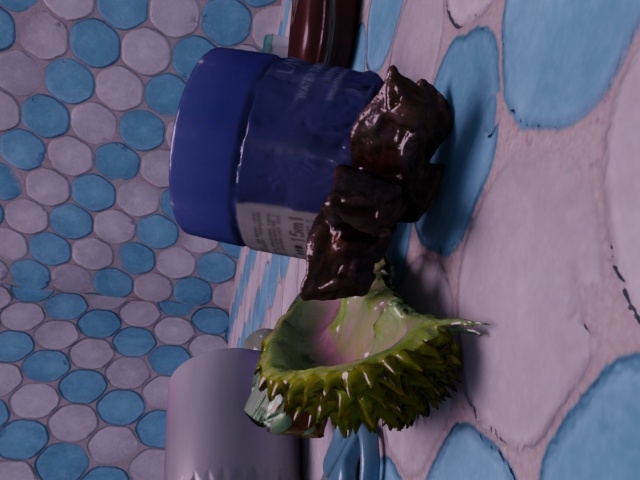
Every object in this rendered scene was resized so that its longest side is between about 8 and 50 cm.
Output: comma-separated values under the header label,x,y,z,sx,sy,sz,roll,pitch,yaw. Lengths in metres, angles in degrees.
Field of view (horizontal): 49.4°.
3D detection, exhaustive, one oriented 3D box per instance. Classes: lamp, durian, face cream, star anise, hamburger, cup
label,x,y,z,sx,sy,sz,roll,pitch,yaw
lamp,-0.113,0.262,1.547,0.193,0.106,0.106,-149,66,-69
durian,0.030,0.094,0.704,0.352,0.158,0.169,-117,47,-79
face cream,-0.041,-0.105,0.883,0.249,0.225,0.248,12,-90,-82
star anise,0.064,-0.053,0.667,0.214,0.099,0.219,-51,-17,-63
hamburger,-0.029,0.186,1.049,0.235,0.125,0.214,113,177,-78
cup,-0.155,0.399,1.260,0.371,0.254,0.253,-99,18,-47

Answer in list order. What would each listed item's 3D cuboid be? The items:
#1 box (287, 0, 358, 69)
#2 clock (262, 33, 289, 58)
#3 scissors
label,x,y,z,sx,sy,sz,roll,pitch,yaw
box,0.006,-0.475,1.333,0.263,0.108,0.403,137,138,-75
clock,-0.089,-0.342,1.734,0.231,0.116,0.262,74,-157,-77
scissors,0.010,0.346,0.964,0.447,0.029,0.192,108,165,-47
